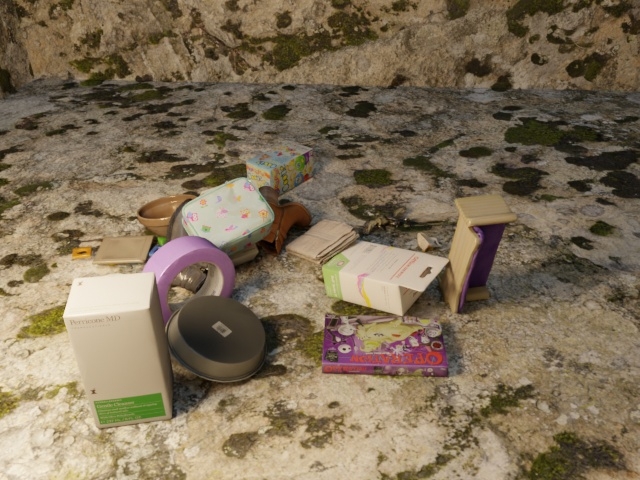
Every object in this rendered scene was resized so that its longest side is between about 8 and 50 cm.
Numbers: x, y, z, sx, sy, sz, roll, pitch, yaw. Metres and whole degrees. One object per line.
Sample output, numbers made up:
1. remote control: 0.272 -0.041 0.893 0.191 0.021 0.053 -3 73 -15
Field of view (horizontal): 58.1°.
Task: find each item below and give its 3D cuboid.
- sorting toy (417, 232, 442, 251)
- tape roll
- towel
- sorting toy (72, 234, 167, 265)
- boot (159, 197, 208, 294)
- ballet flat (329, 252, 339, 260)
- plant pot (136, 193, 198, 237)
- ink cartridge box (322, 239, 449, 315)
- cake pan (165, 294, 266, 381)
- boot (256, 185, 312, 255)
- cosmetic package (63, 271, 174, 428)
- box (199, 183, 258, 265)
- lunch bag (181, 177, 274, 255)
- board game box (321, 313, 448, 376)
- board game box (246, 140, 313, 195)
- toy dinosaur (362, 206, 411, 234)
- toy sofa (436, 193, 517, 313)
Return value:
1. sorting toy: 0.402 0.009 2.100 0.075 0.045 0.083 -4 32 -18
2. tape roll: -0.392 0.127 1.713 0.274 0.275 0.090 -25 40 -33
3. towel: 0.000 0.000 1.991 0.187 0.049 0.282 -35 21 -19
4. sorting toy: -0.701 0.043 2.058 0.347 0.047 0.196 -2 29 -3
5. boot: -0.420 0.025 1.964 0.222 0.118 0.338 11 67 15
6. ballet flat: 0.039 0.055 2.021 0.168 0.057 0.052 22 49 31
7. plant pot: -0.559 -0.081 2.167 0.237 0.110 0.237 -8 26 4
8. ink cartridge box: 0.209 0.118 1.818 0.353 0.119 0.207 12 34 35
9. cake pan: -0.282 0.262 1.612 0.293 0.054 0.293 18 34 -13
10. boot: -0.137 -0.047 2.105 0.109 0.283 0.220 -14 59 29
11. cosmetic package: -0.481 0.270 1.415 0.196 0.366 0.155 -6 33 -8
12. box: -0.324 -0.051 2.015 0.113 0.094 0.275 -21 77 -25
13. lunch bag: -0.306 -0.077 1.912 0.279 0.108 0.224 -29 71 -25
14. board game box: 0.180 0.298 1.657 0.346 0.056 0.208 1 38 2
15. board game box: -0.172 -0.307 2.492 0.144 0.142 0.275 24 40 32
16. toy dinosaur: 0.281 -0.082 2.223 0.268 0.064 0.118 -24 33 -36
17. toy sofa: 0.471 0.050 1.740 0.150 0.363 0.177 -6 45 -9
